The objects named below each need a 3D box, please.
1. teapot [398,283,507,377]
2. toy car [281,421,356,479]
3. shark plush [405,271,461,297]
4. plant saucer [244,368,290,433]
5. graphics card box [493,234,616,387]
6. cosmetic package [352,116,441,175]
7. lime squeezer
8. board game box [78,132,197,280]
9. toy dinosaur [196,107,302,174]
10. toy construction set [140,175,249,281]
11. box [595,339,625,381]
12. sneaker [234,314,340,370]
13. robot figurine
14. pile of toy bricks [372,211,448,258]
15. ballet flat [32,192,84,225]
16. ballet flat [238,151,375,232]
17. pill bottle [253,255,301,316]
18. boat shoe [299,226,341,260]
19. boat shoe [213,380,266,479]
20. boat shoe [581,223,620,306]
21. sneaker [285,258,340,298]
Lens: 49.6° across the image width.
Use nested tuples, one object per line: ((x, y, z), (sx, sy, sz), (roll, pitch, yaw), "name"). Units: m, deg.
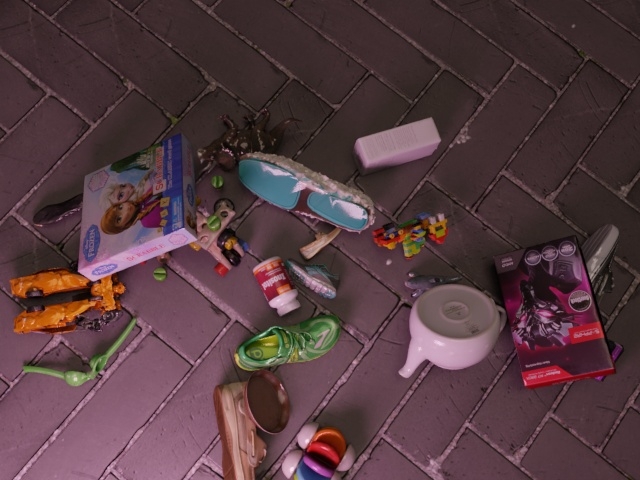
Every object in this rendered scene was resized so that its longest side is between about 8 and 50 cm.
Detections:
((0.358, 0.250, 1.847), (0.255, 0.187, 0.253), (8, 41, 16), "teapot")
((0.000, 0.557, 1.752), (0.159, 0.136, 0.182), (30, 75, 3), "toy car")
((0.313, 0.122, 1.929), (0.161, 0.067, 0.073), (6, 75, -4), "shark plush")
((-0.142, 0.417, 1.783), (0.029, 0.168, 0.169), (-28, 77, 29), "plant saucer")
((0.624, 0.192, 1.859), (0.232, 0.094, 0.371), (-16, 69, 23), "graphics card box")
((0.218, -0.270, 1.997), (0.231, 0.117, 0.086), (-19, 79, -11), "cosmetic package")
((-0.609, 0.315, 1.811), (0.310, 0.059, 0.110), (-24, 49, -9), "lime squeezer")
((-0.473, -0.089, 1.794), (0.317, 0.066, 0.319), (-21, 54, 15), "board game box")
((-0.205, -0.283, 1.978), (0.313, 0.121, 0.161), (-10, 89, -12), "toy dinosaur")
((-0.347, -0.021, 1.817), (0.308, 0.237, 0.258), (-27, 80, -11), "toy construction set")
((0.732, 0.307, 1.908), (0.162, 0.029, 0.116), (23, 115, -1), "box")
((-0.080, 0.273, 1.824), (0.295, 0.123, 0.110), (-18, 78, -10), "sneaker")
((-0.656, 0.148, 1.824), (0.290, 0.085, 0.211), (-9, 77, -7), "robot figurine")
((0.252, -0.001, 1.950), (0.212, 0.118, 0.105), (-21, 107, -26), "pile of toy bricks")
((-0.705, -0.079, 1.904), (0.173, 0.049, 0.058), (-22, 73, -4), "ballet flat")
((-0.035, -0.143, 1.946), (0.408, 0.147, 0.147), (25, 75, -1), "ballet flat")
((-0.115, 0.126, 1.879), (0.086, 0.086, 0.152), (-26, 80, -11), "pill bottle")
((0.000, 0.000, 1.940), (0.135, 0.050, 0.045), (-39, 88, -13), "boat shoe")
((-0.187, 0.528, 1.750), (0.110, 0.121, 0.341), (-5, 75, -25), "boat shoe")
((0.766, 0.116, 1.960), (0.119, 0.121, 0.335), (32, 86, -4), "boat shoe")
((-0.018, 0.092, 1.919), (0.166, 0.065, 0.076), (32, 59, 0), "sneaker")
